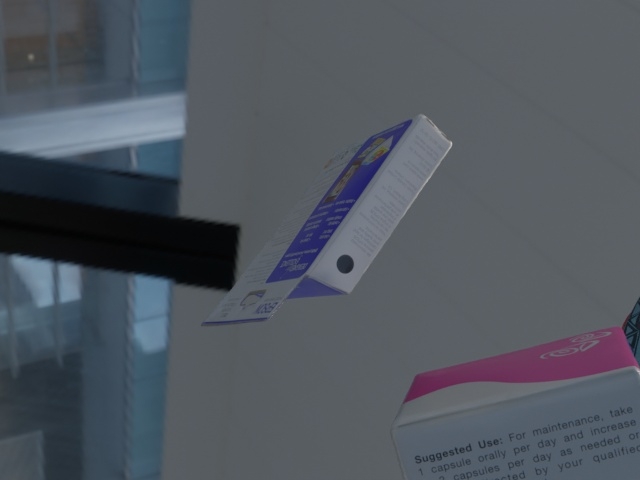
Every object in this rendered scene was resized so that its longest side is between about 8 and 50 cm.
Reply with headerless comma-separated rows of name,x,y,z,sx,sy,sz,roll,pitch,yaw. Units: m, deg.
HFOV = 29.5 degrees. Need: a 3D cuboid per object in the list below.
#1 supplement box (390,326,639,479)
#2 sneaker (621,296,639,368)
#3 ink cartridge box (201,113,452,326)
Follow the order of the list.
supplement box,0.116,0.163,0.558,0.111,0.113,0.220,-32,105,-78
sneaker,0.429,0.065,1.510,0.104,0.125,0.262,19,-99,36
ink cartridge box,0.000,0.000,1.010,0.045,0.208,0.206,41,-16,-12
